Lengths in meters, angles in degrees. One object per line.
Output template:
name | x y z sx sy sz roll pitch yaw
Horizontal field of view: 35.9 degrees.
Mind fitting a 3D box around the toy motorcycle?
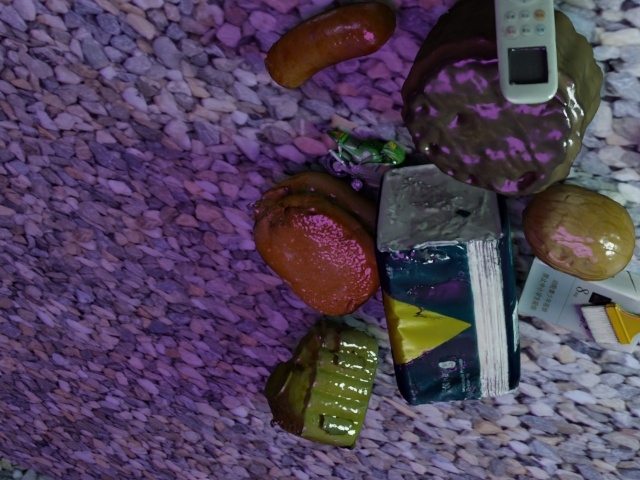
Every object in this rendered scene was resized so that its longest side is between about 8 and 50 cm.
toy motorcycle | 0.097 -0.154 1.924 0.190 0.074 0.106 16 127 20

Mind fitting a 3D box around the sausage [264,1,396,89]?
sausage | 0.017 -0.354 1.757 0.270 0.109 0.109 -14 121 40

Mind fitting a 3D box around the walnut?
walnut | 0.459 -0.015 1.765 0.207 0.167 0.167 24 138 12

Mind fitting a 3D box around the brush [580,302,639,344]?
brush | 0.626 0.152 1.835 0.272 0.013 0.103 -7 126 35

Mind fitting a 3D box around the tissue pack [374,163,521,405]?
tissue pack | 0.245 0.081 1.886 0.253 0.264 0.416 -5 130 8

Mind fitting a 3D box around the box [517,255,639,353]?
box | 0.519 0.111 1.921 0.243 0.067 0.155 22 140 12

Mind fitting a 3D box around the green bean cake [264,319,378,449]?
green bean cake | -0.015 0.332 2.351 0.202 0.285 0.310 17 167 -17

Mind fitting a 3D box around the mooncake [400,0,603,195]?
mooncake | 0.293 -0.232 1.638 0.324 0.187 0.324 15 136 15

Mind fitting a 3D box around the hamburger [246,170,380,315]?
hamburger | 0.000 0.000 2.055 0.314 0.170 0.290 46 134 -13

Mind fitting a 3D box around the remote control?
remote control | 0.302 -0.354 1.474 0.090 0.309 0.038 -2 174 4
